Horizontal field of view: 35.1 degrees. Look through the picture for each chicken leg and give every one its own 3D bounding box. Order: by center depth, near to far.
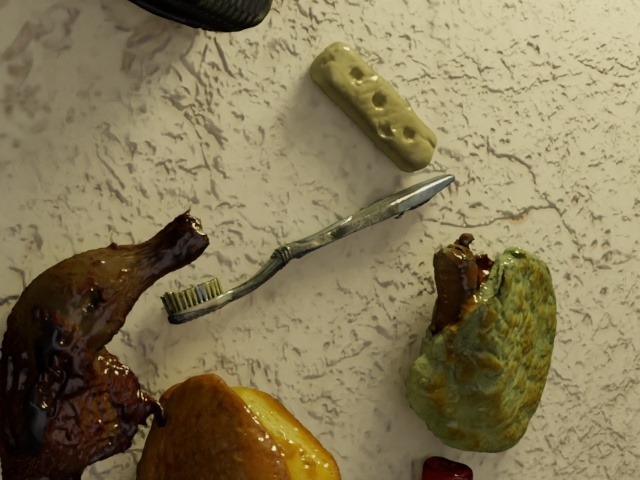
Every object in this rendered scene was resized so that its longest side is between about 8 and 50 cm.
[{"bbox_3d":[-0.227,0.110,1.008,0.178,0.083,0.322,14,88,-14],"label":"chicken leg"}]

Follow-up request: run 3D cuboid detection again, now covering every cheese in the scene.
[{"bbox_3d":[0.067,-0.157,1.202,0.194,0.043,0.065,40,71,-28],"label":"cheese"}]

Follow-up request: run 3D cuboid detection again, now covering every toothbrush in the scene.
[{"bbox_3d":[0.000,0.000,1.186,0.414,0.035,0.042,-25,107,-27],"label":"toothbrush"}]

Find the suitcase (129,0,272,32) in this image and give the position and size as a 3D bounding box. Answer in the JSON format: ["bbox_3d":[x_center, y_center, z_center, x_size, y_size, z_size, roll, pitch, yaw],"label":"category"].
[{"bbox_3d":[-0.113,-0.374,1.006,0.202,0.128,0.312,19,88,-32],"label":"suitcase"}]

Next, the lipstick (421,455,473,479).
[{"bbox_3d":[0.153,0.426,1.324,0.073,0.073,0.279,2,97,-32],"label":"lipstick"}]

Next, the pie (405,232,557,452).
[{"bbox_3d":[0.223,0.139,1.308,0.257,0.105,0.274,12,91,-42],"label":"pie"}]

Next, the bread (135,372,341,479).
[{"bbox_3d":[-0.094,0.275,1.048,0.146,0.268,0.268,9,92,-43],"label":"bread"}]
